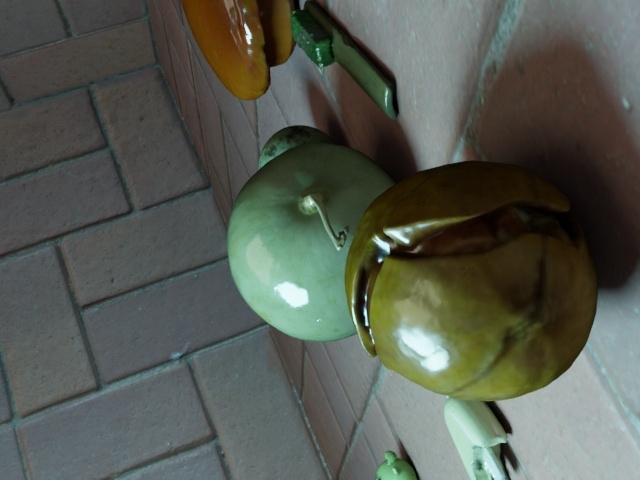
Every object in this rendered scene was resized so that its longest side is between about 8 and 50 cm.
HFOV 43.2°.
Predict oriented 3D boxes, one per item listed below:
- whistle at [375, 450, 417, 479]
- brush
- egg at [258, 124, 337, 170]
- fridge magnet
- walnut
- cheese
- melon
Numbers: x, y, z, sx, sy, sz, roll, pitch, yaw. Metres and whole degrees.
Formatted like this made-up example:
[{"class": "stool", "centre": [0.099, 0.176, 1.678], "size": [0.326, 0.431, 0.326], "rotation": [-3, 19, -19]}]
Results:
[{"class": "whistle", "centre": [0.153, 0.511, 1.631], "size": [0.227, 0.085, 0.105], "rotation": [83, 172, -48]}, {"class": "brush", "centre": [0.024, -0.242, 1.068], "size": [0.282, 0.048, 0.054], "rotation": [-124, 15, -46]}, {"class": "egg", "centre": [-0.023, -0.094, 1.285], "size": [0.181, 0.141, 0.141], "rotation": [65, 169, -5]}, {"class": "fridge magnet", "centre": [-0.146, -0.405, 1.294], "size": [0.363, 0.155, 0.363], "rotation": [161, 90, -78]}, {"class": "walnut", "centre": [0.119, 0.033, 0.730], "size": [0.336, 0.209, 0.209], "rotation": [180, 70, -86]}, {"class": "cheese", "centre": [0.187, 0.222, 1.077], "size": [0.127, 0.050, 0.235], "rotation": [83, 164, -56]}, {"class": "melon", "centre": [0.001, 0.008, 1.077], "size": [0.308, 0.272, 0.272], "rotation": [93, 156, -44]}]
